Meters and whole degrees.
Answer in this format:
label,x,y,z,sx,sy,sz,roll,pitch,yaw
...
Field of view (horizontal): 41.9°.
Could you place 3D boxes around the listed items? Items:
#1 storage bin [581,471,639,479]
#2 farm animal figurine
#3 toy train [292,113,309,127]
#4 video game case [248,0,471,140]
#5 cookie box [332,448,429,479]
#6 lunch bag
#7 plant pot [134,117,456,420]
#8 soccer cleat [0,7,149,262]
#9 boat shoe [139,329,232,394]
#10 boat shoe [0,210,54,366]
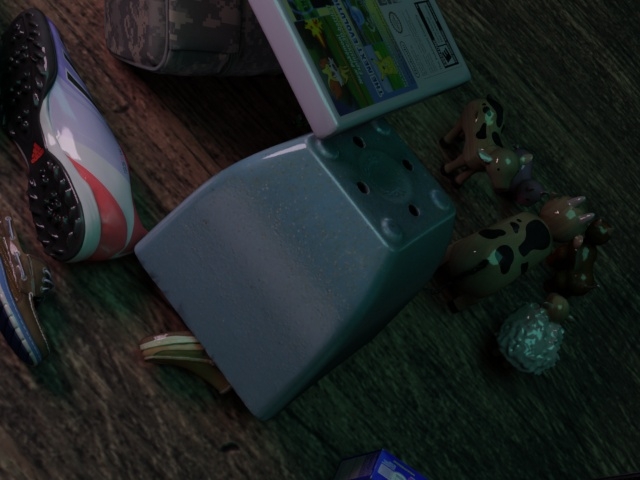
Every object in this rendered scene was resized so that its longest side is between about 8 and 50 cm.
label,x,y,z,sx,sy,sz,roll,pitch,yaw
storage bin,0.387,0.370,1.058,0.084,0.180,0.122,17,63,-19
farm animal figurine,0.277,-0.027,1.171,0.330,0.172,0.327,46,57,-3
toy train,-0.001,-0.175,1.179,0.083,0.023,0.017,-13,76,-31
video game case,0.018,-0.290,0.902,0.300,0.036,0.329,-29,93,-50
cookie box,0.075,0.290,0.975,0.092,0.107,0.040,36,59,-9
lunch bag,-0.118,-0.350,1.033,0.256,0.212,0.305,-6,110,-32
plant pot,0.000,0.000,0.925,0.247,0.252,0.248,53,40,7
soccer cleat,-0.291,-0.122,0.976,0.116,0.108,0.318,1,63,-52
boat shoe,-0.115,0.142,0.967,0.190,0.068,0.072,4,79,-26
boat shoe,-0.324,0.044,0.896,0.066,0.066,0.183,-22,81,-34
